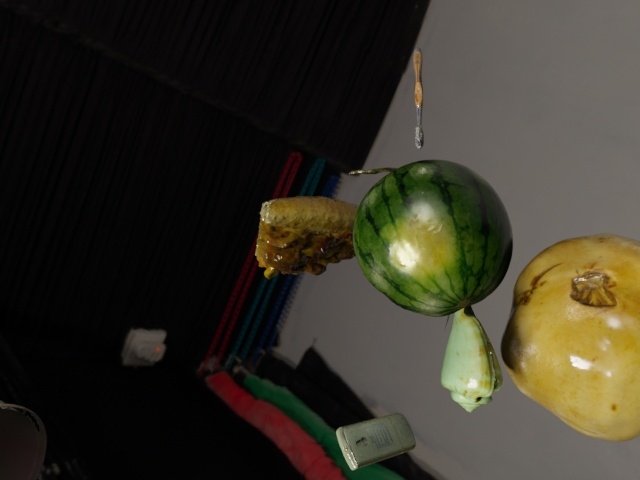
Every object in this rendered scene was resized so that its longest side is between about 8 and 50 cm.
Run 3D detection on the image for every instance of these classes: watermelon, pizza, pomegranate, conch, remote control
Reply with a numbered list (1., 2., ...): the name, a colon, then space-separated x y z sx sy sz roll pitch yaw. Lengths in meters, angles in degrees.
1. watermelon: 0.145 -0.028 0.701 0.203 0.232 0.127 -1 147 -2
2. pizza: 0.015 -0.015 0.999 0.257 0.087 0.268 -12 159 -12
3. pomegranate: 0.462 0.156 0.896 0.332 0.333 0.332 23 -174 -2
4. conch: 0.221 0.166 0.807 0.079 0.171 0.105 -1 175 -25
5. remote control: 0.140 0.484 1.342 0.233 0.038 0.098 5 -130 -44

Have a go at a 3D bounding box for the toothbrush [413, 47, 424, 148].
1. toothbrush: 0.227 -0.338 1.277 0.023 0.321 0.031 -1 146 10

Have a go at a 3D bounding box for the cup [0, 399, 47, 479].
1. cup: -0.484 0.220 0.580 0.273 0.253 0.253 27 -173 18
